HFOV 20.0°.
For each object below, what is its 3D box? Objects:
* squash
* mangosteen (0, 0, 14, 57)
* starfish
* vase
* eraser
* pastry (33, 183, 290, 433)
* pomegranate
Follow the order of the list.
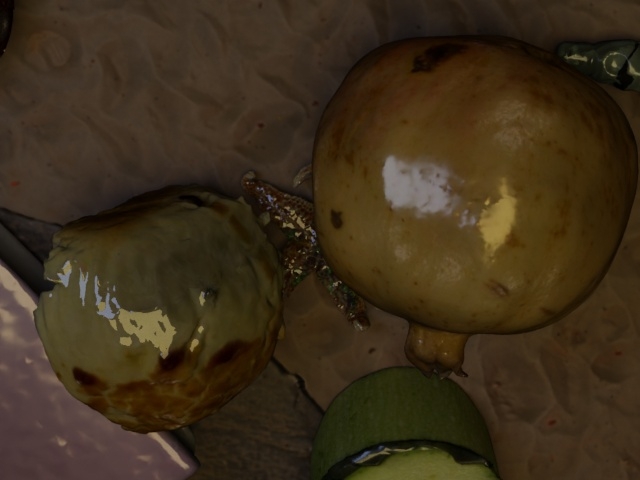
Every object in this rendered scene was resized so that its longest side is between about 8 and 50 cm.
[{"bbox_3d":[0.089,0.263,1.962,0.220,0.133,0.220,-3,121,-5],"label":"squash"},{"bbox_3d":[-0.386,-0.216,1.771,0.166,0.180,0.166,2,107,8],"label":"mangosteen"},{"bbox_3d":[-0.001,-0.001,1.911,0.210,0.053,0.150,38,89,-6],"label":"starfish"},{"bbox_3d":[0.342,-0.176,1.850,0.211,0.060,0.060,7,105,-1],"label":"vase"},{"bbox_3d":[-0.338,0.178,1.913,0.272,0.122,0.359,-43,103,8],"label":"eraser"},{"bbox_3d":[-0.139,0.070,1.806,0.256,0.170,0.236,-24,99,-38],"label":"pastry"},{"bbox_3d":[0.139,-0.032,1.751,0.342,0.342,0.342,0,106,0],"label":"pomegranate"}]
